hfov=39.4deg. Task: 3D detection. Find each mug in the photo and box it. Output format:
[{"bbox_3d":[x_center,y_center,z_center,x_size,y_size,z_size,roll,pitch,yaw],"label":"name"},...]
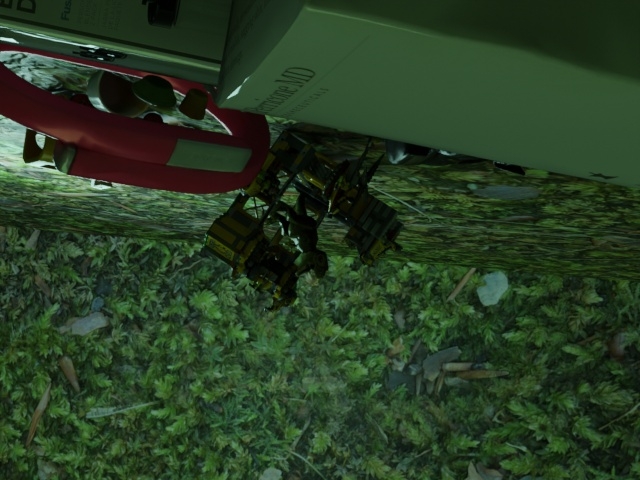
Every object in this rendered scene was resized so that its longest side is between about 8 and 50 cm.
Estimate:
[{"bbox_3d":[-0.218,-0.162,0.978,0.078,0.062,0.064,19,175,-34],"label":"mug"}]

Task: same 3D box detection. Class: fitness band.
[{"bbox_3d":[-0.170,-0.124,0.768,0.291,0.054,0.209,7,-146,-40],"label":"fitness band"}]

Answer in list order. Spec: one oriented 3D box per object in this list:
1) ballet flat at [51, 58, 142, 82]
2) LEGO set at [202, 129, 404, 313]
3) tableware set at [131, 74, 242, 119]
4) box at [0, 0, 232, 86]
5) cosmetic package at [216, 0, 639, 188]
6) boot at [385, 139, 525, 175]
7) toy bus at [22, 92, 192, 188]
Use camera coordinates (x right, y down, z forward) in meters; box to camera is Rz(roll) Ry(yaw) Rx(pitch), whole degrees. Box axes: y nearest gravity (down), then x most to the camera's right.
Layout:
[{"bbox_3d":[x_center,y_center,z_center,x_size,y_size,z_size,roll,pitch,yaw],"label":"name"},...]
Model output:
[{"bbox_3d":[-0.216,-0.188,0.882,0.114,0.041,0.041,11,171,-35],"label":"ballet flat"},{"bbox_3d":[0.000,0.000,1.256,0.192,0.255,0.331,33,167,15],"label":"LEGO set"},{"bbox_3d":[-0.128,-0.149,0.771,0.104,0.024,0.154,9,-147,-30],"label":"tableware set"},{"bbox_3d":[-0.086,-0.159,0.634,0.290,0.087,0.169,9,-175,-16],"label":"box"},{"bbox_3d":[0.152,-0.128,0.501,0.385,0.156,0.217,7,175,-14],"label":"cosmetic package"},{"bbox_3d":[0.210,-0.116,0.911,0.229,0.091,0.263,3,178,-19],"label":"boot"},{"bbox_3d":[-0.285,-0.122,1.170,0.202,0.104,0.191,6,173,10],"label":"toy bus"}]
